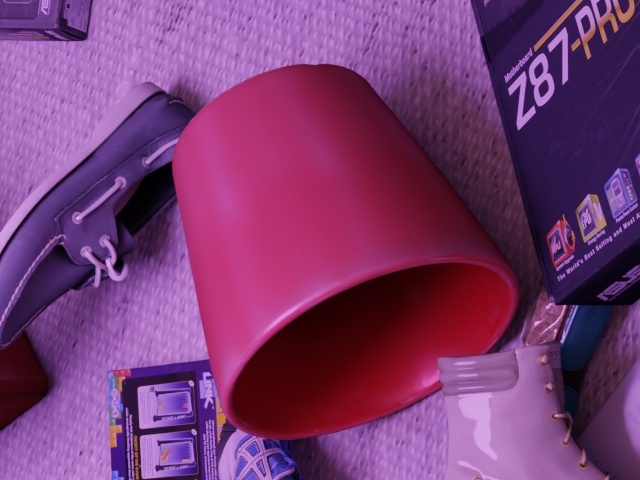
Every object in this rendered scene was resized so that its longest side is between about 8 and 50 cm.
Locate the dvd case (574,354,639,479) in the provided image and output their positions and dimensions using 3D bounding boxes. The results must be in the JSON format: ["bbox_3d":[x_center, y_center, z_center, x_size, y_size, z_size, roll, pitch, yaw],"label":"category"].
[{"bbox_3d":[0.327,0.154,1.401,0.180,0.022,0.253,40,101,26],"label":"dvd case"}]

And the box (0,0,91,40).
[{"bbox_3d":[-0.316,-0.325,1.780,0.183,0.056,0.231,4,84,28],"label":"box"}]

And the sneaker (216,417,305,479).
[{"bbox_3d":[-0.047,0.211,1.516,0.081,0.080,0.211,-14,40,23],"label":"sneaker"}]

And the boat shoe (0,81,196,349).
[{"bbox_3d":[-0.211,-0.013,1.596,0.099,0.116,0.319,31,62,11],"label":"boat shoe"}]

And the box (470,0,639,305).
[{"bbox_3d":[0.269,-0.168,1.299,0.395,0.097,0.318,134,131,-56],"label":"box"}]

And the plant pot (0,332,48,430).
[{"bbox_3d":[-0.429,0.116,1.675,0.267,0.236,0.267,-37,68,17],"label":"plant pot"}]

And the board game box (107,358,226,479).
[{"bbox_3d":[-0.128,0.200,1.615,0.141,0.048,0.170,-8,79,24],"label":"board game box"}]

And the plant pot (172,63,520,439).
[{"bbox_3d":[0.000,0.000,1.471,0.275,0.275,0.243,-36,60,19],"label":"plant pot"}]

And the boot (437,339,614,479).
[{"bbox_3d":[0.200,0.162,1.382,0.213,0.077,0.165,-2,83,7],"label":"boot"}]

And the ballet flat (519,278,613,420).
[{"bbox_3d":[0.190,0.110,1.463,0.067,0.073,0.206,28,93,55],"label":"ballet flat"}]
